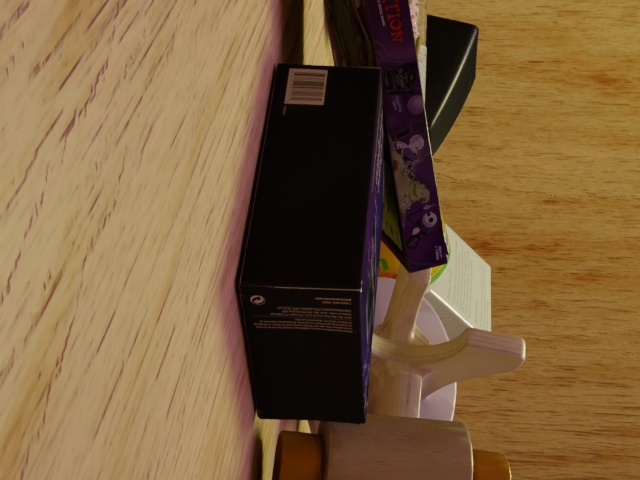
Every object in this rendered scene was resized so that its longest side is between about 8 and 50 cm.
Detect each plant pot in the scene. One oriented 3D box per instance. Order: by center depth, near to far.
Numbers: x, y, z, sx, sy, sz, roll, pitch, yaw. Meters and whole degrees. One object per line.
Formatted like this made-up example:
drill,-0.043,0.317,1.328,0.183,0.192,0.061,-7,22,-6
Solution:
plant pot,0.126,-0.232,1.950,0.187,0.188,0.167,76,30,-71

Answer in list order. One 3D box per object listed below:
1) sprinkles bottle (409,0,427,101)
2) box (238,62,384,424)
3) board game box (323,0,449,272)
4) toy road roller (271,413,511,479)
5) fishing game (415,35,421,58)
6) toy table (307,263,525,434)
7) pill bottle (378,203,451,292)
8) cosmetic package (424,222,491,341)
sprinkles bottle,0.088,-0.221,1.768,0.121,0.121,0.355,4,88,-84
box,0.000,0.000,1.118,0.184,0.103,0.261,90,6,-49
board game box,0.054,-0.162,1.274,0.208,0.056,0.347,-134,-149,-66
toy road roller,0.041,0.315,1.207,0.240,0.202,0.329,-149,-114,-83
fishing game,0.061,-0.315,1.612,0.264,0.041,0.189,55,32,-39
toy table,0.082,0.128,1.425,0.161,0.252,0.274,113,-24,-54
pill bottle,0.079,-0.047,1.609,0.246,0.136,0.136,70,21,-47
cosmetic package,0.137,0.072,1.868,0.183,0.151,0.151,41,38,-33
